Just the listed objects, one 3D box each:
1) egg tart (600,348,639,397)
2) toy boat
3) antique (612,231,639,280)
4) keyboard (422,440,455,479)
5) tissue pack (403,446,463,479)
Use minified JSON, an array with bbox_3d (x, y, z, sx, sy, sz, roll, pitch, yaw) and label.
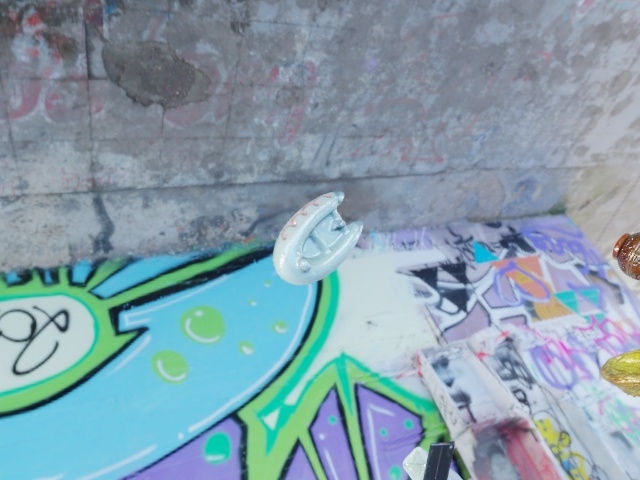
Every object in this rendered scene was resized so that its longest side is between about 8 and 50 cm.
[{"bbox_3d":[0.792,0.330,1.291,0.191,0.074,0.191,-18,180,0],"label":"egg tart"},{"bbox_3d":[0.000,0.000,0.995,0.208,0.079,0.134,-42,114,-24],"label":"toy boat"},{"bbox_3d":[0.633,0.031,1.024,0.104,0.104,0.104,-16,144,-12],"label":"antique"},{"bbox_3d":[0.259,0.546,1.189,0.067,0.011,0.202,3,103,-18],"label":"keyboard"},{"bbox_3d":[0.347,0.690,1.445,0.089,0.177,0.263,-46,131,0],"label":"tissue pack"}]
